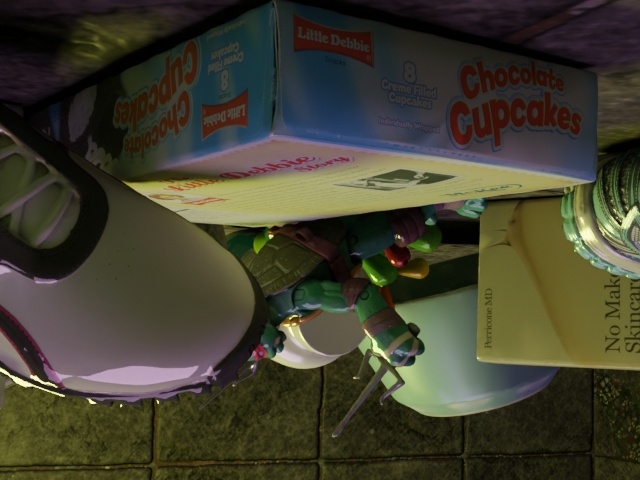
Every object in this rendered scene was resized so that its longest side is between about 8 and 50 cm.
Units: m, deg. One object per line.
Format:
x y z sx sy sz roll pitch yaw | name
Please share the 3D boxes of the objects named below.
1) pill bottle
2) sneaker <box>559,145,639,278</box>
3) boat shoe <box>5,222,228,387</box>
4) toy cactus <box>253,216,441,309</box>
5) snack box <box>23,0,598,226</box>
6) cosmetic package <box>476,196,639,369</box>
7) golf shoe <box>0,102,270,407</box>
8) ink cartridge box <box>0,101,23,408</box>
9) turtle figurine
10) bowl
-0.041 0.067 1.188 0.146 0.146 0.264 4 -177 -27 | pill bottle
0.311 -0.010 0.663 0.283 0.110 0.122 2 171 -10 | sneaker
-0.266 0.019 0.739 0.156 0.187 0.500 -5 178 30 | boat shoe
0.000 0.000 0.976 0.219 0.112 0.180 10 171 39 | toy cactus
-0.033 -0.051 0.561 0.187 0.060 0.322 4 175 -35 | snack box
0.303 0.039 0.906 0.309 0.160 0.113 -4 172 36 | cosmetic package
-0.149 -0.012 0.446 0.273 0.105 0.120 25 156 0 | golf shoe
-0.235 0.006 0.580 0.061 0.181 0.104 -4 172 45 | ink cartridge box
0.007 0.035 0.724 0.175 0.234 0.118 17 145 53 | turtle figurine
0.184 0.117 1.277 0.311 0.163 0.311 -14 -176 1 | bowl
